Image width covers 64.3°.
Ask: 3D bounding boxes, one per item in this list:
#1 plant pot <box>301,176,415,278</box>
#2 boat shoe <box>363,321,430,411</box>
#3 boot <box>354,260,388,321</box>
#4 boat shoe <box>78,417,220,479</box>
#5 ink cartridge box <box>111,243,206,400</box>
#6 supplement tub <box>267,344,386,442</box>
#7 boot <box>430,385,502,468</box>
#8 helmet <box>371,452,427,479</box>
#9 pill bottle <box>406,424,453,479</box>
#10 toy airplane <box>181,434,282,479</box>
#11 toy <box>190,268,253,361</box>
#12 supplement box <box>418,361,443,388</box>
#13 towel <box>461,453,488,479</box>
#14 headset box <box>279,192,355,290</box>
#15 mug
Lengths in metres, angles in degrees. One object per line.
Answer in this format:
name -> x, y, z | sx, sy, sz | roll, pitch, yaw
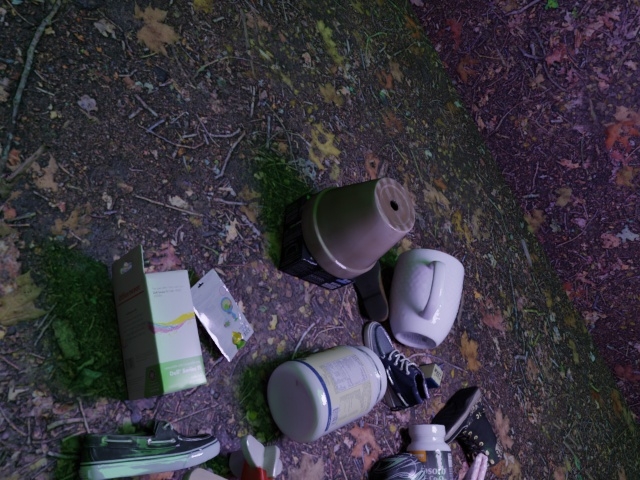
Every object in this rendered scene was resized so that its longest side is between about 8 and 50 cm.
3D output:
plant pot -> 0.144, -0.064, 1.677 | 0.323, 0.280, 0.323 | 19, 59, -36
boat shoe -> 0.286, 0.450, 1.871 | 0.127, 0.158, 0.340 | -18, 85, -47
boot -> 0.197, 0.170, 1.980 | 0.115, 0.112, 0.305 | 40, 35, -67
boat shoe -> -0.393, 0.486, 1.216 | 0.335, 0.121, 0.119 | 8, 71, -40
ink cartridge box -> -0.408, 0.200, 1.266 | 0.119, 0.207, 0.353 | -2, 74, -43
supplement tub -> 0.027, 0.453, 1.559 | 0.325, 0.235, 0.235 | -6, 76, -46
boot -> 0.594, 0.793, 2.045 | 0.377, 0.138, 0.284 | -25, 90, -53
helmet -> 0.268, 0.794, 1.695 | 0.169, 0.161, 0.169 | 20, 58, -36
pill bottle -> 0.388, 0.806, 1.810 | 0.162, 0.162, 0.278 | 20, 59, -38
toy airplane -> -0.194, 0.693, 1.256 | 0.386, 0.272, 0.384 | 60, 5, 6
toy -> -0.301, 0.219, 1.476 | 0.237, 0.056, 0.137 | 58, 39, -15
supplement box -> 0.432, 0.540, 2.030 | 0.056, 0.083, 0.083 | 49, 44, -19
towel -> 0.489, 0.949, 1.767 | 0.053, 0.332, 0.317 | 22, 45, 16
headset box -> 0.000, 0.000, 1.808 | 0.246, 0.131, 0.283 | 25, 55, -33
mug -> 0.406, 0.219, 1.956 | 0.276, 0.374, 0.328 | 16, 62, 4
